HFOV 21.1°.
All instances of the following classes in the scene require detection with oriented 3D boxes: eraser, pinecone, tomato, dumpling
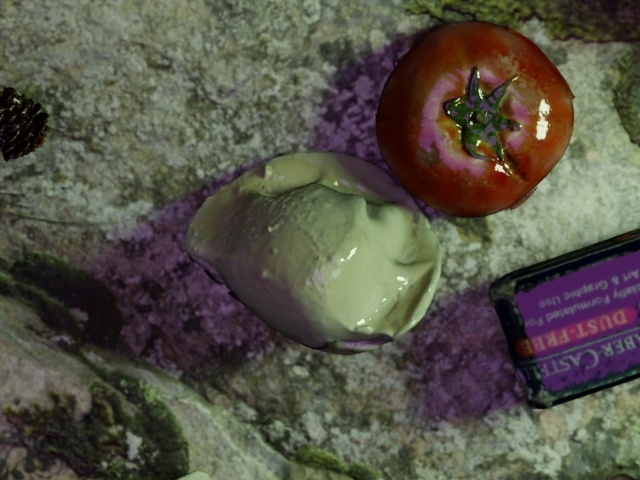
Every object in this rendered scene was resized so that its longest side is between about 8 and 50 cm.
[{"bbox_3d":[0.356,0.068,1.869,0.332,0.101,0.155,-19,94,9],"label":"eraser"},{"bbox_3d":[-0.350,-0.133,1.946,0.077,0.083,0.077,-17,54,25],"label":"pinecone"},{"bbox_3d":[0.168,-0.134,1.882,0.225,0.085,0.225,0,93,8],"label":"tomato"},{"bbox_3d":[0.002,-0.001,1.888,0.243,0.175,0.227,35,69,-13],"label":"dumpling"}]

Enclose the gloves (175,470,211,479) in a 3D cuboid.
[{"bbox_3d":[-0.170,0.340,1.951,0.218,0.131,0.140,9,100,15],"label":"gloves"}]
